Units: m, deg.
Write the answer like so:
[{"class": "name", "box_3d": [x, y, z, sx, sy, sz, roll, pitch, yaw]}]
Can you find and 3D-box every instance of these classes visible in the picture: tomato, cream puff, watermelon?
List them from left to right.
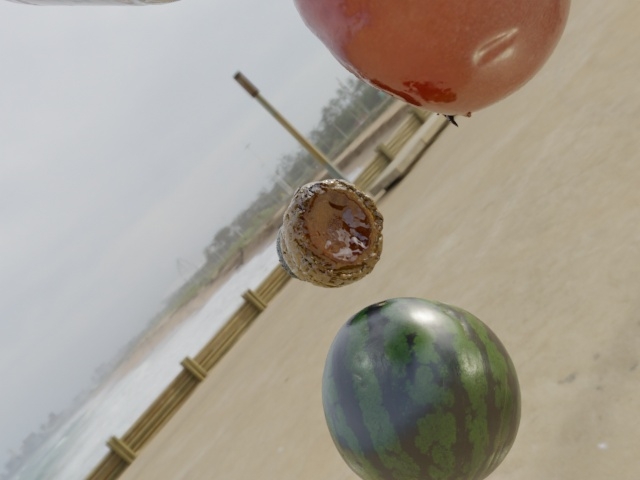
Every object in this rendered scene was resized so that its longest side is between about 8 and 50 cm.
[{"class": "cream puff", "box_3d": [0.000, 0.000, 1.105, 0.183, 0.183, 0.169, -49, 6, -28]}, {"class": "watermelon", "box_3d": [0.143, 0.224, 0.931, 0.285, 0.285, 0.285, -46, 5, 5]}, {"class": "tomato", "box_3d": [0.135, -0.315, 0.729, 0.341, 0.341, 0.273, -51, 2, -42]}]

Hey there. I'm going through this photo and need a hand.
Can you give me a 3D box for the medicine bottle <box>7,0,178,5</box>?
[{"class": "medicine bottle", "box_3d": [-0.146, -0.322, 0.516, 0.256, 0.324, 0.256, 7, -90, -73]}]
